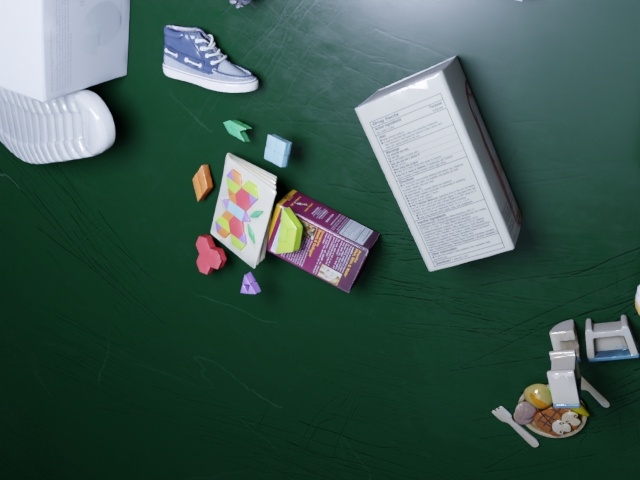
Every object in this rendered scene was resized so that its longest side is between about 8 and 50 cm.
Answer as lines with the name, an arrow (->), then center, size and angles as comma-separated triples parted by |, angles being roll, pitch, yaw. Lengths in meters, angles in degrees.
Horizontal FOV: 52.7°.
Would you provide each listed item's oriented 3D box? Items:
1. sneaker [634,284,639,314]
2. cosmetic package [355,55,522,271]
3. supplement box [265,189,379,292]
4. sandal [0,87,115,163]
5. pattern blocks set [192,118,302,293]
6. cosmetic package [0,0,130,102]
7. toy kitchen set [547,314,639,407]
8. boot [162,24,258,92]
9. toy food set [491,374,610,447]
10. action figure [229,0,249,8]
sneaker -> 0.639, 0.082, 0.962 | 0.296, 0.112, 0.131 | 7, 114, 16
cosmetic package -> 0.195, -0.119, 1.030 | 0.153, 0.129, 0.296 | -16, 109, 30
supplement box -> 0.000, 0.000, 1.198 | 0.188, 0.081, 0.104 | 27, 122, 8
sandal -> -0.526, -0.234, 1.279 | 0.416, 0.102, 0.169 | 15, 120, 34
pattern blocks set -> -0.145, -0.055, 1.197 | 0.285, 0.026, 0.325 | 20, 114, 37
cosmetic package -> -0.449, -0.384, 1.103 | 0.138, 0.225, 0.224 | 20, 120, 12
toy kitchen set -> 0.491, 0.215, 1.055 | 0.207, 0.166, 0.122 | -11, 110, 27
boot -> -0.195, -0.317, 1.124 | 0.190, 0.069, 0.086 | 16, 123, 16
toy food set -> 0.429, 0.323, 1.210 | 0.132, 0.038, 0.192 | 42, 123, -2
action figure -> -0.087, -0.458, 0.996 | 0.285, 0.099, 0.185 | 11, 124, 21
